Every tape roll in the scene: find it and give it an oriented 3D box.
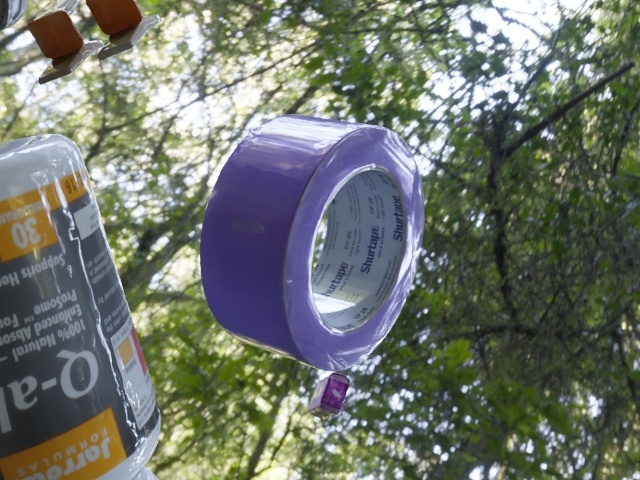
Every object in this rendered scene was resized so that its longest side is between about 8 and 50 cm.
[{"bbox_3d":[0.000,0.000,0.644,0.080,0.189,0.189,14,-63,33],"label":"tape roll"}]

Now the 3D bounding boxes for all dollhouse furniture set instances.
[{"bbox_3d":[-0.325,-0.271,0.796,0.259,0.135,0.262,-16,-61,19],"label":"dollhouse furniture set"}]

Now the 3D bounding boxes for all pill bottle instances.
[{"bbox_3d":[-0.193,0.084,0.525,0.162,0.162,0.279,-7,-74,26],"label":"pill bottle"}]

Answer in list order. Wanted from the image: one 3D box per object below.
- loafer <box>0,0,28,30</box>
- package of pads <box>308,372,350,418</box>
[{"bbox_3d":[-0.288,-0.263,0.557,0.112,0.111,0.319,-4,-38,7],"label":"loafer"},{"bbox_3d":[0.011,0.199,1.063,0.032,0.050,0.083,22,-20,-4],"label":"package of pads"}]
